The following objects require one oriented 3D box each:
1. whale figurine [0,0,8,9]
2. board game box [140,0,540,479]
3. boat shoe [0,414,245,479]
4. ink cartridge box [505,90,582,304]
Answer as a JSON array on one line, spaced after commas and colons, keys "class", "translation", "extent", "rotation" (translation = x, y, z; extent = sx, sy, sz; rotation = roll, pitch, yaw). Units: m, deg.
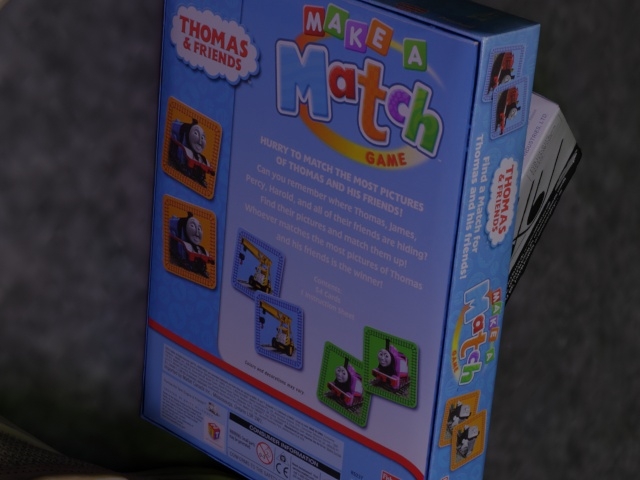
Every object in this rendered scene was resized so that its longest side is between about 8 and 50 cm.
[{"class": "whale figurine", "translation": [-0.185, -0.159, 0.513], "extent": [0.272, 0.141, 0.216], "rotation": [58, 46, -21]}, {"class": "board game box", "translation": [0.000, 0.000, 0.754], "extent": [0.039, 0.160, 0.211], "rotation": [-19, 123, -42]}, {"class": "boat shoe", "translation": [-0.069, 0.154, 0.797], "extent": [0.341, 0.110, 0.121], "rotation": [28, 88, -51]}, {"class": "ink cartridge box", "translation": [0.048, 0.032, 0.891], "extent": [0.207, 0.046, 0.097], "rotation": [-62, 163, -3]}]
